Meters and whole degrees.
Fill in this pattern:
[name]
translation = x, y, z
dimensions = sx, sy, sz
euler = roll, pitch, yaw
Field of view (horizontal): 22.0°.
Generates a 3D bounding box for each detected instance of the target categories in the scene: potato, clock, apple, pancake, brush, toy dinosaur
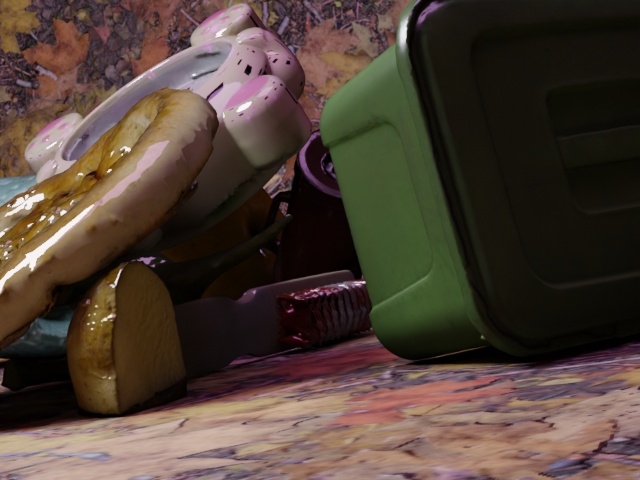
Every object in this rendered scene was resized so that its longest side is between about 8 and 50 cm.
[potato]
translation = -0.142, 0.066, 1.139
dimensions = 0.066, 0.103, 0.096
euler = -4, 1, 24
[clock]
translation = -0.141, -0.097, 1.574
dimensions = 0.284, 0.114, 0.309
euler = -33, 21, -1
[apple]
translation = -0.111, 0.008, 1.718
dimensions = 0.155, 0.182, 0.182
euler = -11, -1, 42
[pancake]
translation = -0.242, 0.018, 1.271
dimensions = 0.382, 0.071, 0.382
euler = -35, 13, 9
[brush]
translation = -0.046, 0.070, 1.346
dimensions = 0.050, 0.060, 0.321
euler = 5, 8, 33
[toy dinosaur]
translation = -0.139, 0.061, 1.467
dimensions = 0.447, 0.087, 0.301
euler = -20, -9, 31

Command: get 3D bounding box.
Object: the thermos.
[thermos]
translation = 0.001, -0.002, 1.605
dimensions = 0.099, 0.124, 0.232
euler = -48, -17, -37

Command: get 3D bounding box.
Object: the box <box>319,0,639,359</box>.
[box]
translation = 0.171, -0.043, 1.187
dimensions = 0.328, 0.253, 0.178
euler = -8, -12, -34

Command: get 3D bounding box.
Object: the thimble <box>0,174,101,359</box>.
[thimble]
translation = -0.312, 0.034, 1.749
dimensions = 0.143, 0.198, 0.235
euler = -5, 30, 39
